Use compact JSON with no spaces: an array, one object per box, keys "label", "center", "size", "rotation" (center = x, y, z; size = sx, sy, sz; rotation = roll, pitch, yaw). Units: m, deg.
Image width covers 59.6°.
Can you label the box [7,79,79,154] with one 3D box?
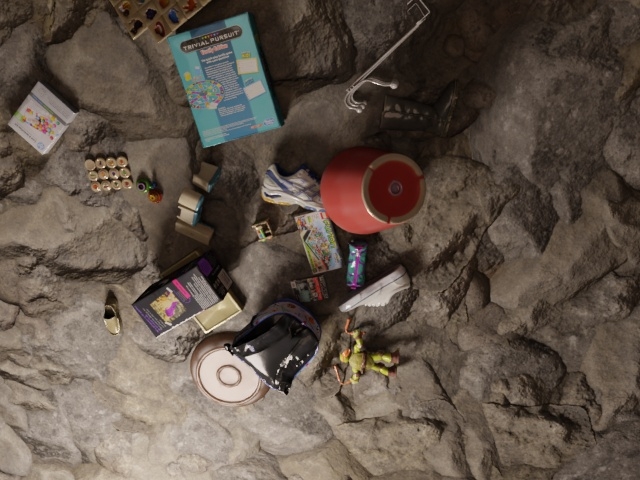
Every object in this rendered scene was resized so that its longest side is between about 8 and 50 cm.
[{"label":"box","center":[-0.886,-0.392,1.787],"size":[0.145,0.038,0.186],"rotation":[44,108,-9]}]

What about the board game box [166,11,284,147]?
[{"label":"board game box","center":[-0.278,-0.476,1.679],"size":[0.254,0.079,0.335],"rotation":[-13,106,10]}]

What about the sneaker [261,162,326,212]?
[{"label":"sneaker","center":[-0.034,-0.167,1.743],"size":[0.297,0.112,0.130],"rotation":[9,104,-1]}]

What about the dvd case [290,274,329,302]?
[{"label":"dvd case","center":[-0.037,0.166,1.903],"size":[0.120,0.013,0.087],"rotation":[-11,107,8]}]

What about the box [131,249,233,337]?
[{"label":"box","center":[-0.446,0.173,1.825],"size":[0.271,0.165,0.143],"rotation":[-29,103,14]}]

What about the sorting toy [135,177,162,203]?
[{"label":"sorting toy","center":[-0.563,-0.163,1.829],"size":[0.102,0.042,0.061],"rotation":[39,107,-7]}]

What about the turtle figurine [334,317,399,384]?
[{"label":"turtle figurine","center":[0.159,0.400,1.922],"size":[0.218,0.087,0.269],"rotation":[6,109,4]}]

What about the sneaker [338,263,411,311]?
[{"label":"sneaker","center":[0.181,0.180,1.844],"size":[0.258,0.094,0.091],"rotation":[-31,98,13]}]

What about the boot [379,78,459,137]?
[{"label":"boot","center":[0.293,-0.404,1.661],"size":[0.209,0.076,0.189],"rotation":[16,107,7]}]

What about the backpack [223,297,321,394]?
[{"label":"backpack","center":[-0.127,0.330,1.865],"size":[0.276,0.213,0.263],"rotation":[42,115,-15]}]

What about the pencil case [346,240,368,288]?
[{"label":"pencil case","center":[0.119,0.076,1.828],"size":[0.065,0.070,0.151],"rotation":[5,109,7]}]

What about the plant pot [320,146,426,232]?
[{"label":"plant pot","center":[0.164,-0.146,1.614],"size":[0.275,0.243,0.274],"rotation":[-1,94,-18]}]

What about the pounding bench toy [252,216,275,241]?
[{"label":"pounding bench toy","center":[-0.186,-0.030,1.815],"size":[0.052,0.083,0.065],"rotation":[-19,105,11]}]

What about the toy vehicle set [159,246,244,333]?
[{"label":"toy vehicle set","center":[-0.407,0.175,1.929],"size":[0.166,0.035,0.266],"rotation":[-31,103,14]}]

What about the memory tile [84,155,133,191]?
[{"label":"memory tile","center":[-0.696,-0.220,1.839],"size":[0.148,0.012,0.113],"rotation":[-4,108,7]}]

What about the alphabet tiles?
[{"label":"alphabet tiles","center":[-0.452,-0.750,1.601],"size":[0.343,0.011,0.285],"rotation":[-33,87,14]}]

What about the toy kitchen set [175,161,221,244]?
[{"label":"toy kitchen set","center":[-0.373,-0.120,1.817],"size":[0.122,0.166,0.207],"rotation":[26,145,-3]}]

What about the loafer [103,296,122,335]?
[{"label":"loafer","center":[-0.745,0.276,1.987],"size":[0.056,0.050,0.147],"rotation":[-3,108,7]}]

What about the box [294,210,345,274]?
[{"label":"box","center":[0.000,0.000,1.832],"size":[0.114,0.036,0.206],"rotation":[-15,106,10]}]

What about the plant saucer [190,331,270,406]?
[{"label":"plant saucer","center":[-0.326,0.479,2.018],"size":[0.311,0.050,0.310],"rotation":[2,109,6]}]

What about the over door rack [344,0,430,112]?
[{"label":"over door rack","center":[0.199,-0.496,1.542],"size":[0.108,0.239,0.324],"rotation":[36,108,-4]}]
